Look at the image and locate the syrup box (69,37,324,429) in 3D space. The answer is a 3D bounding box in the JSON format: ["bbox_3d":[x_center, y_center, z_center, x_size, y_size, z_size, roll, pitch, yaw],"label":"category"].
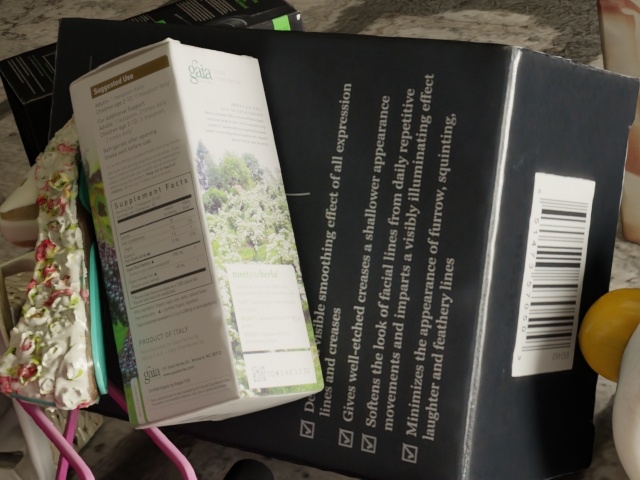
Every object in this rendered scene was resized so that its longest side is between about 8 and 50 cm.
[{"bbox_3d":[-0.082,-0.004,0.982,0.096,0.237,0.093,-19,-12,32],"label":"syrup box"}]

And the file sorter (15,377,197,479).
[{"bbox_3d":[-0.249,0.194,0.938,0.291,0.182,0.202,1,20,-35],"label":"file sorter"}]

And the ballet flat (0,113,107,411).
[{"bbox_3d":[-0.181,0.006,1.001,0.077,0.091,0.241,-5,51,1],"label":"ballet flat"}]

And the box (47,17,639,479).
[{"bbox_3d":[0.000,0.000,1.111,0.395,0.293,0.212,9,4,33],"label":"box"}]

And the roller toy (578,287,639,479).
[{"bbox_3d":[0.294,0.095,0.992,0.209,0.191,0.146,-24,23,31],"label":"roller toy"}]

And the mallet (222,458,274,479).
[{"bbox_3d":[-0.129,0.206,1.131,0.190,0.039,0.062,-10,26,13],"label":"mallet"}]

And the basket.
[{"bbox_3d":[-0.256,0.105,1.220,0.113,0.167,0.103,5,30,29],"label":"basket"}]

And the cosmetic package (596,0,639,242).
[{"bbox_3d":[0.331,-0.147,1.282,0.129,0.296,0.153,14,39,37],"label":"cosmetic package"}]

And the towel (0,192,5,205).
[{"bbox_3d":[-0.491,-0.001,1.610,0.187,0.049,0.282,7,35,32],"label":"towel"}]

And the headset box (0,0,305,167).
[{"bbox_3d":[-0.125,-0.086,1.412,0.283,0.246,0.131,-20,30,-15],"label":"headset box"}]
